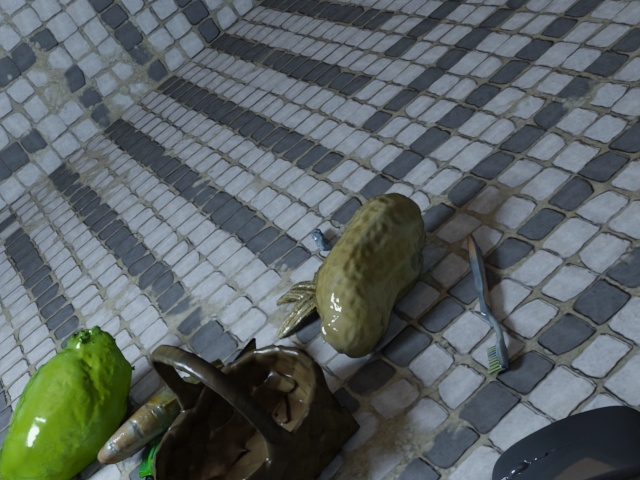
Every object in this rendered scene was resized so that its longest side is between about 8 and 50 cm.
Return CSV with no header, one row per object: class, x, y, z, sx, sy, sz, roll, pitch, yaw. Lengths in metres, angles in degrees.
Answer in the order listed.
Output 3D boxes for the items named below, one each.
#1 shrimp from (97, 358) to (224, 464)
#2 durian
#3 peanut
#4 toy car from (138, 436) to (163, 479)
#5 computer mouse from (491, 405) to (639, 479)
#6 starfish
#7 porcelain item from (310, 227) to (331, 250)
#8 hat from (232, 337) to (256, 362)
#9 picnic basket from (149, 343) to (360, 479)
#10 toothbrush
shrimp,-0.295,0.332,1.888,0.317,0.077,0.168,-31,-11,-35
durian,-0.523,0.366,1.998,0.256,0.204,0.339,-30,36,40
peanut,0.088,0.053,1.805,0.158,0.174,0.340,11,49,36
toy car,-0.269,0.395,1.802,0.165,0.062,0.071,-19,34,27
computer mouse,0.336,0.295,1.322,0.232,0.057,0.120,-26,30,16
starfish,0.006,0.116,1.944,0.277,0.062,0.235,-11,43,30
porcelain item,0.000,0.000,2.120,0.028,0.036,0.083,-40,24,4
hat,-0.147,0.281,1.833,0.193,0.082,0.193,-56,-2,-4
picnic basket,-0.152,0.280,1.591,0.293,0.337,0.337,12,54,50
toothbrush,0.284,0.097,1.691,0.037,0.028,0.375,-32,29,21
